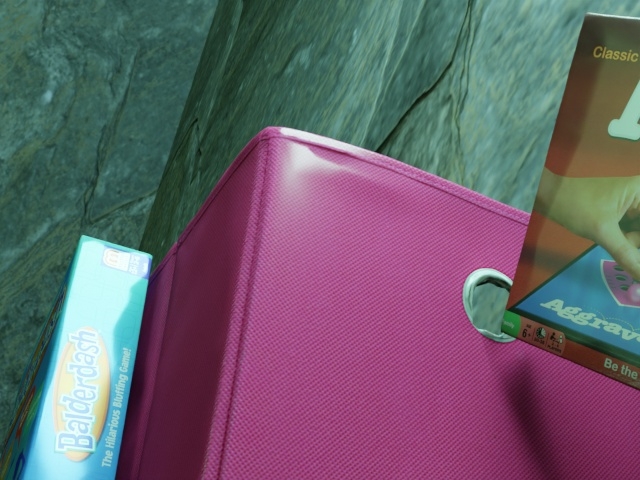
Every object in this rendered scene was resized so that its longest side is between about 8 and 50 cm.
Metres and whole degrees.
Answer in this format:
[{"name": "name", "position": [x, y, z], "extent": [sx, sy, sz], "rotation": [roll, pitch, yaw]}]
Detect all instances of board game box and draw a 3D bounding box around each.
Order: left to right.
[{"name": "board game box", "position": [-0.152, 0.127, 0.524], "extent": [0.210, 0.047, 0.160], "rotation": [-90, 25, -43]}, {"name": "board game box", "position": [0.191, 0.007, 0.309], "extent": [0.281, 0.027, 0.145], "rotation": [21, 100, 48]}]

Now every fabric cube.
[{"name": "fabric cube", "position": [0.019, 0.142, 0.494], "extent": [0.259, 0.254, 0.258], "rotation": [-46, 30, 52]}]
